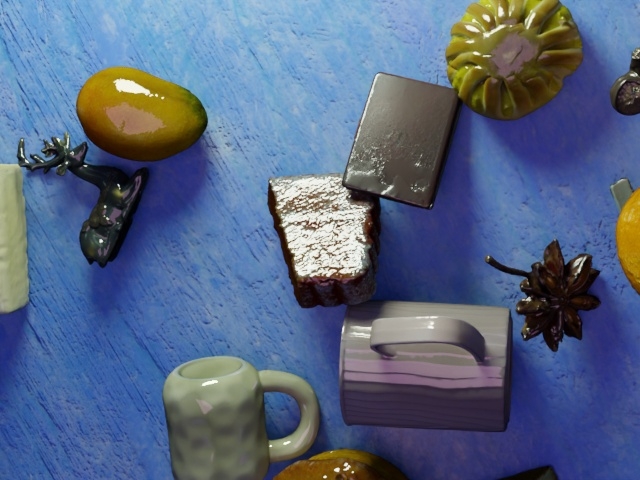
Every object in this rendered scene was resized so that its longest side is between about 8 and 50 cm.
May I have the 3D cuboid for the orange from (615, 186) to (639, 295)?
[{"bbox_3d":[0.563,0.003,1.645,0.246,0.246,0.246,3,102,14],"label":"orange"}]

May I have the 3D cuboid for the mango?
[{"bbox_3d":[-0.303,-0.206,1.886,0.221,0.120,0.151,21,105,1],"label":"mango"}]

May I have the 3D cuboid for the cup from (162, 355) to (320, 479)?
[{"bbox_3d":[-0.140,0.314,1.926,0.255,0.173,0.202,-1,103,15],"label":"cup"}]

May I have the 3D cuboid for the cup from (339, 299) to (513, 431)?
[{"bbox_3d":[0.166,0.177,1.784,0.273,0.208,0.288,2,130,11],"label":"cup"}]

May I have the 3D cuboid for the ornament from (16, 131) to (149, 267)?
[{"bbox_3d":[-0.438,-0.084,1.969,0.236,0.080,0.202,27,104,5],"label":"ornament"}]

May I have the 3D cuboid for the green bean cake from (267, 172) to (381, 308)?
[{"bbox_3d":[0.000,0.000,1.809,0.199,0.232,0.097,-6,144,9],"label":"green bean cake"}]

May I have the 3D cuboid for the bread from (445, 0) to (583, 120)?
[{"bbox_3d":[0.293,-0.291,1.728,0.214,0.105,0.213,3,101,16],"label":"bread"}]

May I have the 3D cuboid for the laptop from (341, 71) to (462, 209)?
[{"bbox_3d":[0.132,-0.160,1.791,0.154,0.026,0.207,14,77,12],"label":"laptop"}]

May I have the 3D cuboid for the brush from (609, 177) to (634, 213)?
[{"bbox_3d":[0.500,-0.018,1.773,0.033,0.030,0.178,-26,105,2],"label":"brush"}]

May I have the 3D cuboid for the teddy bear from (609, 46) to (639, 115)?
[{"bbox_3d":[0.472,-0.227,1.533,0.161,0.078,0.119,-18,131,13],"label":"teddy bear"}]

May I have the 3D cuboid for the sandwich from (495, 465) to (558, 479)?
[{"bbox_3d":[0.319,0.445,1.921,0.163,0.113,0.079,-15,100,52],"label":"sandwich"}]

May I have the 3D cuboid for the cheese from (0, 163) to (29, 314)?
[{"bbox_3d":[-0.656,-0.005,2.017,0.243,0.124,0.265,3,102,17],"label":"cheese"}]

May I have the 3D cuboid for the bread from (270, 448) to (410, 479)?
[{"bbox_3d":[0.043,0.496,1.911,0.312,0.172,0.312,4,102,19],"label":"bread"}]

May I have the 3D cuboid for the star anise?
[{"bbox_3d":[0.361,0.064,1.762,0.177,0.073,0.234,-39,123,-17],"label":"star anise"}]
